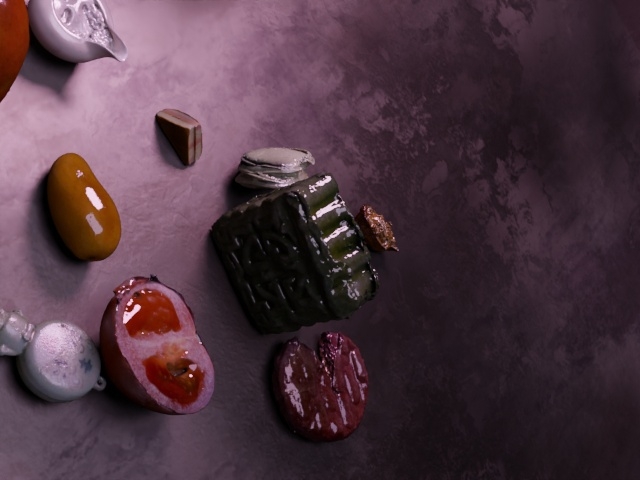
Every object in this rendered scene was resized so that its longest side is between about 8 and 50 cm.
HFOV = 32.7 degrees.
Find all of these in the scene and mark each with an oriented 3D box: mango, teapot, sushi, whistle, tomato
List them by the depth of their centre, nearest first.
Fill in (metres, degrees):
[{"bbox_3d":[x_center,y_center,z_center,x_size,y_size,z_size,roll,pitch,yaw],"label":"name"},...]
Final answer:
[{"bbox_3d":[-0.424,0.154,1.588,0.258,0.067,0.126,36,40,-24],"label":"whistle"},{"bbox_3d":[-0.273,0.176,1.677,0.199,0.112,0.228,1,64,-59],"label":"tomato"},{"bbox_3d":[-0.372,-0.055,1.702,0.102,0.085,0.184,-11,77,-46],"label":"mango"},{"bbox_3d":[-0.415,-0.365,1.773,0.226,0.092,0.145,47,45,-19],"label":"teapot"},{"bbox_3d":[0.114,-0.020,2.169,0.118,0.060,0.061,43,45,-25],"label":"sushi"}]

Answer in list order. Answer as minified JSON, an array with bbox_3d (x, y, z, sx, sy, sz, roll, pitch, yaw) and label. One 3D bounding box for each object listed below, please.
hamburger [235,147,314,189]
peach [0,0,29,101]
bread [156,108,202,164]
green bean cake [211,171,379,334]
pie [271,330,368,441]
[{"bbox_3d":[-0.084,-0.130,1.975,0.140,0.133,0.062,-20,116,-51],"label":"hamburger"},{"bbox_3d":[-0.551,-0.274,1.435,0.302,0.343,0.342,36,53,-30],"label":"peach"},{"bbox_3d":[-0.237,-0.190,1.899,0.043,0.062,0.109,-40,100,-43],"label":"bread"},{"bbox_3d":[-0.041,0.028,1.869,0.132,0.255,0.241,-28,99,-43],"label":"green bean cake"},{"bbox_3d":[0.001,0.261,1.962,0.219,0.054,0.204,13,66,-42],"label":"pie"}]
